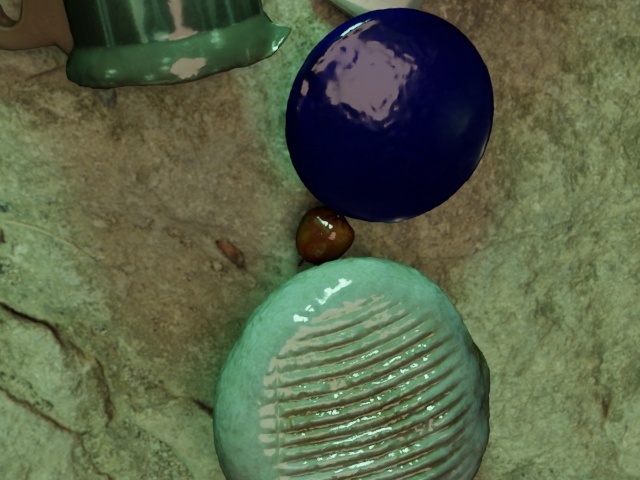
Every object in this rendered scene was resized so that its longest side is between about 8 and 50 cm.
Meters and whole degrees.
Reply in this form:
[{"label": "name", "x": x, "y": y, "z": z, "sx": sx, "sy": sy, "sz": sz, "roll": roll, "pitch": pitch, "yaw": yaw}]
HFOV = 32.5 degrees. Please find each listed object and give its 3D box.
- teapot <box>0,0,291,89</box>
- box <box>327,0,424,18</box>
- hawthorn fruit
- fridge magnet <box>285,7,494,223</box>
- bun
[{"label": "teapot", "x": -0.219, "y": -0.343, "z": 1.160, "sx": 0.376, "sy": 0.305, "sz": 0.362, "roll": -4, "pitch": 109, "yaw": 14}, {"label": "box", "x": 0.108, "y": -0.399, "z": 1.346, "sx": 0.142, "sy": 0.044, "sz": 0.285, "roll": 31, "pitch": 90, "yaw": -13}, {"label": "hawthorn fruit", "x": 0.004, "y": -0.004, "z": 1.366, "sx": 0.077, "sy": 0.077, "sz": 0.077, "roll": -2, "pitch": 99, "yaw": -15}, {"label": "fridge magnet", "x": 0.083, "y": -0.150, "z": 1.329, "sx": 0.265, "sy": 0.113, "sz": 0.265, "roll": -6, "pitch": 111, "yaw": -16}, {"label": "bun", "x": 0.036, "y": 0.192, "z": 1.332, "sx": 0.361, "sy": 0.211, "sz": 0.362, "roll": -3, "pitch": 102, "yaw": -12}]
